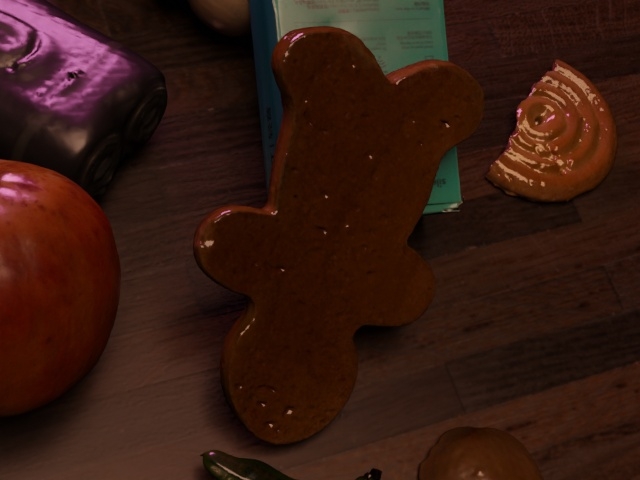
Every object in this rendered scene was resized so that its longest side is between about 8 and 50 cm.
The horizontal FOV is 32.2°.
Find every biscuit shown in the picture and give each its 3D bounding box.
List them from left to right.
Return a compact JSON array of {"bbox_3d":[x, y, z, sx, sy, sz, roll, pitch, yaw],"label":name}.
[{"bbox_3d":[0.000,0.000,1.153,0.283,0.064,0.432,13,95,-28],"label":"biscuit"},{"bbox_3d":[0.310,-0.128,1.416,0.144,0.033,0.224,35,62,4],"label":"biscuit"}]

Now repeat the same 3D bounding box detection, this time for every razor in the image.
[{"bbox_3d":[-0.346,-0.194,1.224,0.349,0.113,0.204,35,60,5],"label":"razor"}]

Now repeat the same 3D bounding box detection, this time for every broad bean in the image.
[{"bbox_3d":[-0.027,0.254,1.129,0.195,0.046,0.061,9,51,-16],"label":"broad bean"}]

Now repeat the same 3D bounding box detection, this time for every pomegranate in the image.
[{"bbox_3d":[-0.316,0.061,1.049,0.229,0.270,0.252,16,25,21],"label":"pomegranate"}]

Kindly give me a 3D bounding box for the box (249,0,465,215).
[{"bbox_3d":[0.035,-0.175,1.259,0.205,0.118,0.311,-6,90,-15],"label":"box"}]

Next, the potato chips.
[{"bbox_3d":[0.184,0.288,1.170,0.150,0.049,0.201,2,58,-20],"label":"potato chips"}]

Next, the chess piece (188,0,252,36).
[{"bbox_3d":[-0.176,-0.366,1.337,0.300,0.167,0.167,37,61,0],"label":"chess piece"}]
